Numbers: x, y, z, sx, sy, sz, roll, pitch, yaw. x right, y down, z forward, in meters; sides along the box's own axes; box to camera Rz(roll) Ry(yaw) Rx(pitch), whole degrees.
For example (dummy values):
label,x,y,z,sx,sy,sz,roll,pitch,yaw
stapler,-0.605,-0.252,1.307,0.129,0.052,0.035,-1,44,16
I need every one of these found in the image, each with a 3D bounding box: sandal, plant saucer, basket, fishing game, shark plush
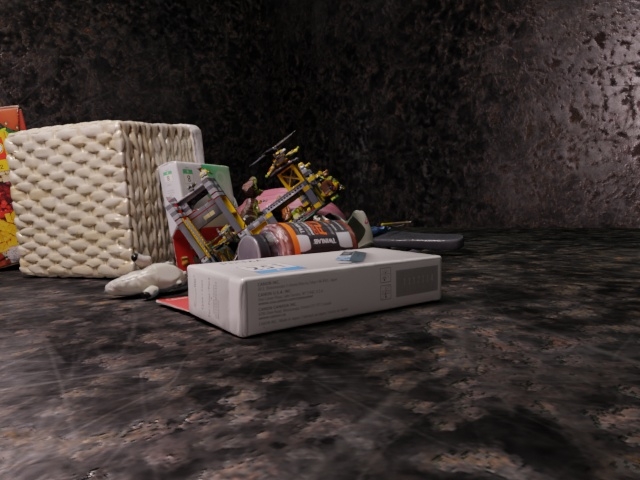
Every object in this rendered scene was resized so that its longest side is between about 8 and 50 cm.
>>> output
label,x,y,z,sx,sy,sz,roll,pitch,yaw
sandal,0.237,0.015,1.349,0.254,0.055,0.097,4,16,35
plant saucer,-0.093,-0.060,1.480,0.332,0.084,0.332,-3,-20,-1
basket,-0.449,-0.087,1.152,0.331,0.329,0.266,0,8,20
fishing game,0.103,-0.017,1.468,0.189,0.041,0.264,-6,-12,-44
shark plush,-0.255,0.059,0.835,0.067,0.073,0.161,-35,-11,32

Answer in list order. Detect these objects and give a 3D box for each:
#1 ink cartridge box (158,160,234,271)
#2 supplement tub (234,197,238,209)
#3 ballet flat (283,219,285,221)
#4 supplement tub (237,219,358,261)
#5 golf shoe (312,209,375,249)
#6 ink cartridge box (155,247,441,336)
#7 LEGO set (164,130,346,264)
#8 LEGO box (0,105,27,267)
label,x,y,z,sx,sy,sz,roll,pitch,yaw
ink cartridge box,-0.247,-0.050,1.117,0.056,0.225,0.181,-13,-1,25
supplement tub,-0.422,-0.070,1.644,0.207,0.207,0.338,0,9,22
ballet flat,-0.157,0.012,1.332,0.096,0.095,0.280,-15,-1,-30
supplement tub,-0.038,0.020,0.889,0.197,0.106,0.106,-5,5,-40
golf shoe,0.000,0.000,1.120,0.272,0.120,0.105,-1,5,37
ink cartridge box,-0.035,0.052,0.700,0.296,0.066,0.261,-4,5,-36
LEGO set,-0.135,-0.084,1.020,0.331,0.192,0.255,-34,2,17
LEGO box,-0.928,-0.128,1.411,0.500,0.373,0.193,1,16,44
